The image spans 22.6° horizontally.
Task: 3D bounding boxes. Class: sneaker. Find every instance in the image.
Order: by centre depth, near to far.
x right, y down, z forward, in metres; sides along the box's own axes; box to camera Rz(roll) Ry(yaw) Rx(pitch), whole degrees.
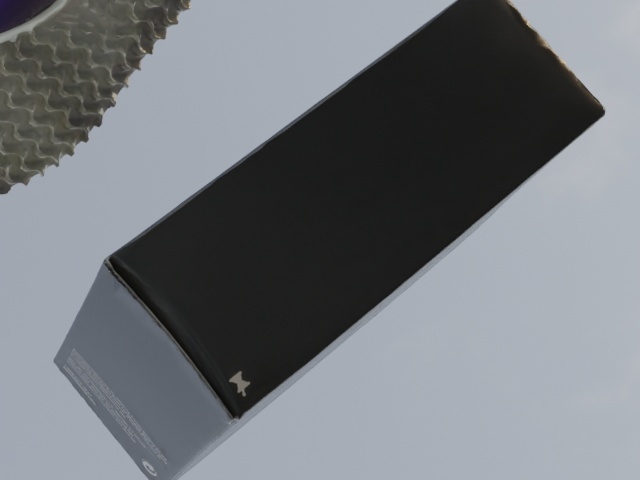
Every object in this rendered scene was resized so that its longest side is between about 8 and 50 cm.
[{"bbox_3d":[-0.172,-0.156,0.993,0.293,0.146,0.102,-45,-42,1],"label":"sneaker"}]

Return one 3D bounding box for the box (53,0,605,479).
[{"bbox_3d":[0.000,0.000,0.846,0.261,0.184,0.103,-38,-92,-25],"label":"box"}]
